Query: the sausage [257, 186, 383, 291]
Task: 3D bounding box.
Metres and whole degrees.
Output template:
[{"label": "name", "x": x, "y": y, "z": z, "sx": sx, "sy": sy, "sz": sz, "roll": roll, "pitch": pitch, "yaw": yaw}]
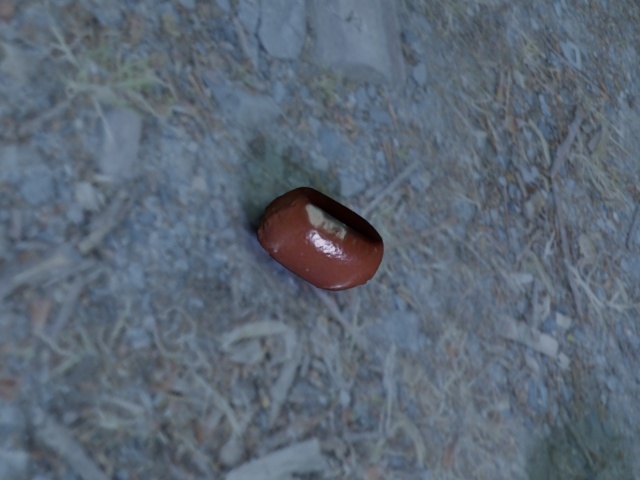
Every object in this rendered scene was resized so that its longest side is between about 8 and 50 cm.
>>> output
[{"label": "sausage", "x": 0.000, "y": 0.000, "z": 0.598, "sx": 0.094, "sy": 0.054, "sz": 0.059, "roll": 30, "pitch": 21, "yaw": -26}]
